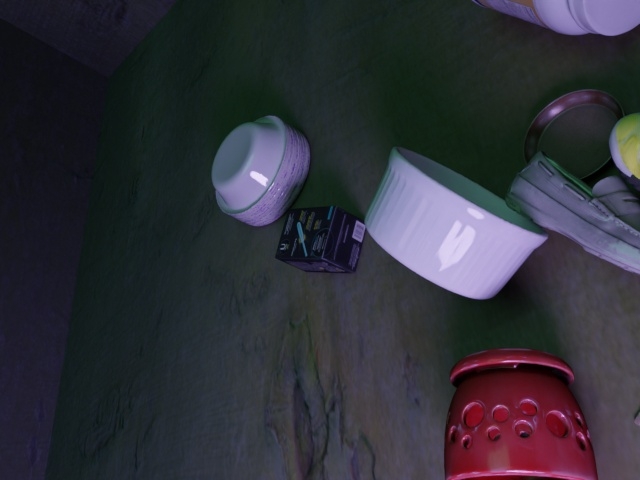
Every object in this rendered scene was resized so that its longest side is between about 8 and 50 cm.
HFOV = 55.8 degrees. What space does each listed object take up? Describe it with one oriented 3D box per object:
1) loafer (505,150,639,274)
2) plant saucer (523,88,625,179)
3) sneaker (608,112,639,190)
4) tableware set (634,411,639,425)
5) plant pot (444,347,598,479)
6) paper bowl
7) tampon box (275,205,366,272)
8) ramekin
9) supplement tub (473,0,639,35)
[{"bbox_3d":[0.405,-0.038,0.861,0.319,0.112,0.111,39,112,45],"label":"loafer"},{"bbox_3d":[0.418,-0.166,0.994,0.168,0.029,0.168,-26,52,38],"label":"plant saucer"},{"bbox_3d":[0.523,-0.089,0.716,0.145,0.147,0.384,-43,44,-7],"label":"sneaker"},{"bbox_3d":[0.477,0.175,0.735,0.128,0.039,0.194,31,94,51],"label":"tableware set"},{"bbox_3d":[0.262,0.246,0.819,0.191,0.191,0.174,-23,52,39],"label":"plant pot"},{"bbox_3d":[-0.172,-0.191,1.570,0.284,0.148,0.284,-26,51,37],"label":"paper bowl"},{"bbox_3d":[0.000,0.000,1.309,0.161,0.101,0.120,0,69,49],"label":"tampon box"},{"bbox_3d":[0.205,-0.026,0.971,0.135,0.277,0.277,-61,39,17],"label":"ramekin"},{"bbox_3d":[0.403,-0.483,1.023,0.228,0.228,0.316,-54,40,12],"label":"supplement tub"}]
